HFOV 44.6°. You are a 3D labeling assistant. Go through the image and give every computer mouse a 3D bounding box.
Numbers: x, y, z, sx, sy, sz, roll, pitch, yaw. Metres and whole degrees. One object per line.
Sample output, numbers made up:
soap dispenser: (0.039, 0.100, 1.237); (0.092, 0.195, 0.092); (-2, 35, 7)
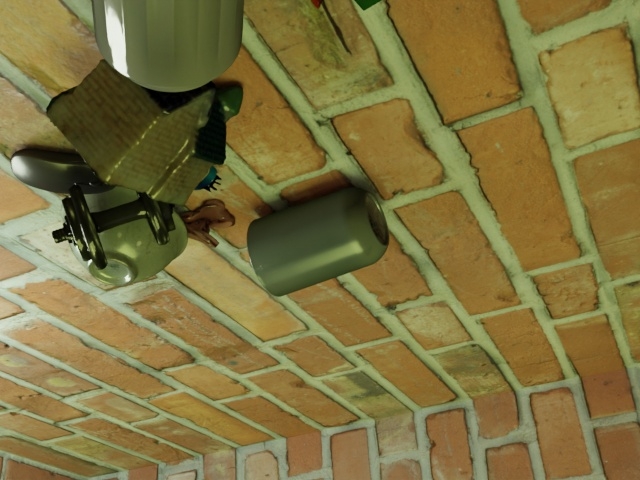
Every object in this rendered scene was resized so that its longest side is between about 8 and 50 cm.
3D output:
computer mouse: (-0.565, -0.149, 1.729); (0.232, 0.057, 0.120); (6, 148, -16)

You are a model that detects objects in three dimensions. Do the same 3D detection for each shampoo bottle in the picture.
shampoo bottle: (-0.302, -0.160, 1.748); (0.087, 0.050, 0.183); (-26, 143, 34)

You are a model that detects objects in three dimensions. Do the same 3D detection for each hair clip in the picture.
hair clip: (-0.296, -0.049, 1.957); (0.138, 0.102, 0.123); (16, 160, 34)

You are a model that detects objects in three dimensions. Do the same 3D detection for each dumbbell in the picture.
dumbbell: (-0.438, -0.053, 1.695); (0.289, 0.192, 0.192); (-21, 152, -15)

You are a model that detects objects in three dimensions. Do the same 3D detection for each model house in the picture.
model house: (-0.296, -0.243, 1.474); (0.284, 0.243, 0.298); (-43, 165, 12)

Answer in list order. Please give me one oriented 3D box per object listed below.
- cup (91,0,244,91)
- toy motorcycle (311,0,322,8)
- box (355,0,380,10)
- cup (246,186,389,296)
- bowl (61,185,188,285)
cup: (-0.264, -0.422, 1.172); (0.322, 0.237, 0.327); (28, 149, 6)
toy motorcycle: (-0.010, -0.490, 1.141); (0.171, 0.089, 0.298); (-14, 129, 24)
box: (0.059, -0.483, 1.268); (0.132, 0.034, 0.235); (-22, 144, 28)
cup: (0.000, 0.000, 1.904); (0.312, 0.206, 0.205); (-18, 146, 21)
bowl: (-0.487, 0.021, 1.882); (0.313, 0.146, 0.313); (4, 143, 3)
